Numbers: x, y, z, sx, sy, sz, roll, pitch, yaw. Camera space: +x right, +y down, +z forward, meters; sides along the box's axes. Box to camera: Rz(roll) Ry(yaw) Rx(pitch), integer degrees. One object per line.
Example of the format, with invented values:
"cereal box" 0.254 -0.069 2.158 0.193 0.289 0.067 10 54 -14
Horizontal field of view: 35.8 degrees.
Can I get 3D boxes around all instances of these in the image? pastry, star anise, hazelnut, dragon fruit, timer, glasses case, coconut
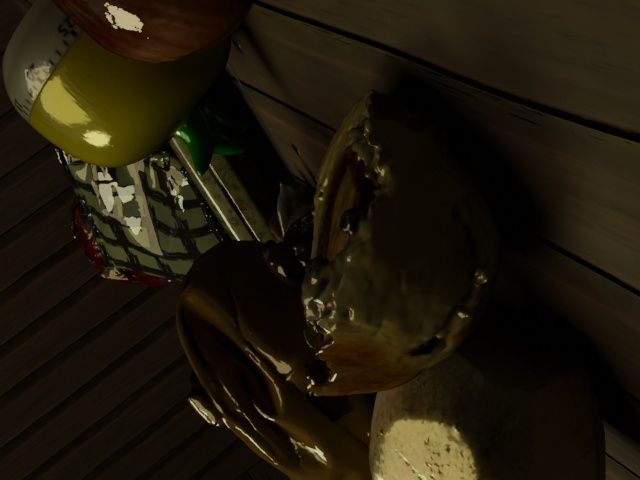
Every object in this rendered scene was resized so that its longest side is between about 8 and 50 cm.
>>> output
"pastry" 0.070 0.012 0.864 0.170 0.236 0.256 10 152 -3
"star anise" 0.000 0.000 1.349 0.229 0.093 0.236 53 166 26
"hazelnut" -0.168 -0.259 0.924 0.214 0.176 0.214 10 -178 0
"dragon fruit" -0.370 -0.051 2.128 0.329 0.329 0.329 50 169 14
"timer" -0.197 -0.184 1.151 0.285 0.285 0.285 50 169 14
"glasses case" -0.124 -0.088 1.469 0.425 0.098 0.156 59 -164 -28
"coconut" 0.163 0.196 0.946 0.197 0.237 0.237 -16 116 42

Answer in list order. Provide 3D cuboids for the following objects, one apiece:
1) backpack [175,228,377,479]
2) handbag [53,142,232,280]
"backpack" -0.026 0.134 1.145 0.353 0.201 0.378 49 -179 -38
"handbag" -0.279 -0.071 1.770 0.325 0.162 0.327 8 144 24
